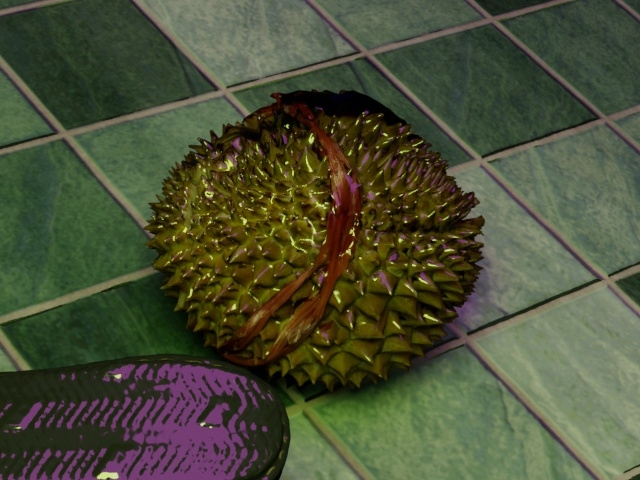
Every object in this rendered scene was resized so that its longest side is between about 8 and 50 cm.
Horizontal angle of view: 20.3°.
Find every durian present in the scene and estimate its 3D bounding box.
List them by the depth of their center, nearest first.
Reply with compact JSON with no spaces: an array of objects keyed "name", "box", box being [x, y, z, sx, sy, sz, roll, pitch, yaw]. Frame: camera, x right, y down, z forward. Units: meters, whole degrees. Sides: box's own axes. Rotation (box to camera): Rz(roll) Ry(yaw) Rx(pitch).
[{"name":"durian","box":[-0.001,-0.003,1.951,0.384,0.347,0.347,-6,45,-14]}]

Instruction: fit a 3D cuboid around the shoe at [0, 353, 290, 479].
[{"name":"shoe","box":[-0.221,0.227,1.657,0.384,0.237,0.171,-3,56,-5]}]
